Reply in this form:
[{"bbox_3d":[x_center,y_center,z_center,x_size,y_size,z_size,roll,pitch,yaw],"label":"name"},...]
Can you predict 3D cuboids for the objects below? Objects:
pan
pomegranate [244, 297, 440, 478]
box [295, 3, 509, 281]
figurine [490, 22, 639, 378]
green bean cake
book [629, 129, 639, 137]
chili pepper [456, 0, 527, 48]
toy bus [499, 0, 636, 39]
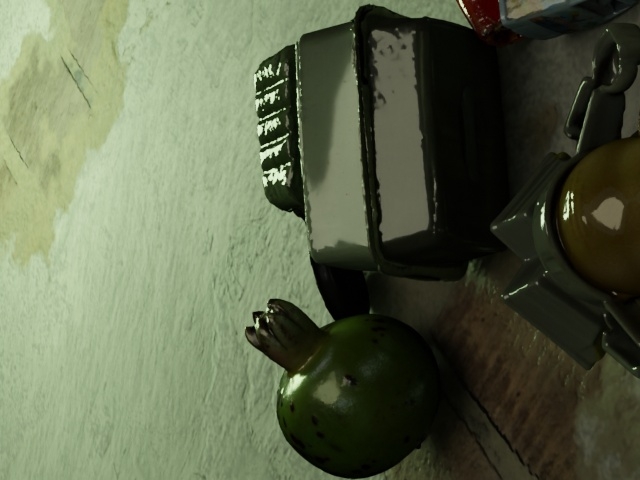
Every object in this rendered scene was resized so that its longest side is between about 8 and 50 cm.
[{"bbox_3d":[0.000,0.000,2.110,0.028,0.136,0.235,-24,103,18],"label":"pan"},{"bbox_3d":[0.021,0.155,2.018,0.202,0.248,0.202,-45,15,15],"label":"pomegranate"},{"bbox_3d":[0.091,-0.100,1.936,0.166,0.221,0.290,-8,83,32],"label":"box"},{"bbox_3d":[0.285,-0.015,1.659,0.342,0.167,0.285,62,152,6],"label":"figurine"},{"bbox_3d":[0.018,-0.123,2.071,0.094,0.183,0.185,-20,74,55],"label":"green bean cake"},{"bbox_3d":[0.369,-0.030,1.700,0.160,0.024,0.228,-42,56,47],"label":"book"},{"bbox_3d":[0.183,-0.264,1.933,0.073,0.070,0.123,-45,53,31],"label":"chili pepper"},{"bbox_3d":[0.230,-0.377,1.834,0.136,0.109,0.329,-13,79,35],"label":"toy bus"}]
